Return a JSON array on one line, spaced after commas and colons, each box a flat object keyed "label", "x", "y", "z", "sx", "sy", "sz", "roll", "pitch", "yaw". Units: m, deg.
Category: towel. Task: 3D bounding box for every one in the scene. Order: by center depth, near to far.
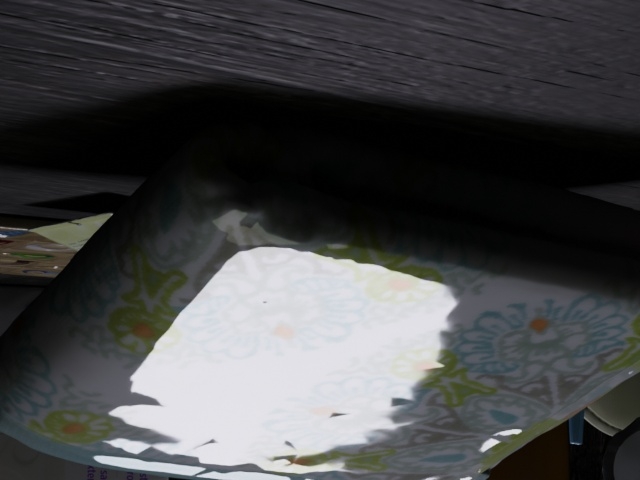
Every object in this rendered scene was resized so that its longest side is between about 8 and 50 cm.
[{"label": "towel", "x": 0.016, "y": 0.054, "z": 1.115, "sx": 0.374, "sy": 0.090, "sz": 0.320, "roll": 11, "pitch": 145, "yaw": -29}]

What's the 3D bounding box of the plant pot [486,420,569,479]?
[{"label": "plant pot", "x": 0.096, "y": 0.100, "z": 1.449, "sx": 0.205, "sy": 0.188, "sz": 0.205, "roll": 1, "pitch": 173, "yaw": 0}]

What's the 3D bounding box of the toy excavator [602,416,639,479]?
[{"label": "toy excavator", "x": 0.567, "y": 0.201, "z": 1.731, "sx": 0.445, "sy": 0.433, "sz": 0.222, "roll": 37, "pitch": -171, "yaw": 26}]

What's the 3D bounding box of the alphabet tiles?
[{"label": "alphabet tiles", "x": -0.261, "y": 0.005, "z": 1.452, "sx": 0.342, "sy": 0.011, "sz": 0.285, "roll": 5, "pitch": 172, "yaw": -29}]

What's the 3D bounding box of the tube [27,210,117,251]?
[{"label": "tube", "x": -0.088, "y": 0.009, "z": 1.321, "sx": 0.240, "sy": 0.062, "sz": 0.070, "roll": 15, "pitch": 121, "yaw": -42}]

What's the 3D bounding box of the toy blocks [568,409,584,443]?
[{"label": "toy blocks", "x": 0.196, "y": 0.111, "z": 1.662, "sx": 0.123, "sy": 0.148, "sz": 0.054, "roll": 3, "pitch": 172, "yaw": -17}]

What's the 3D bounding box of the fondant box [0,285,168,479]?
[{"label": "fondant box", "x": -0.316, "y": 0.166, "z": 1.787, "sx": 0.330, "sy": 0.238, "sz": 0.096, "roll": 3, "pitch": 171, "yaw": -16}]

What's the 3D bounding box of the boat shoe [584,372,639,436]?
[{"label": "boat shoe", "x": 0.335, "y": 0.134, "z": 1.946, "sx": 0.340, "sy": 0.127, "sz": 0.113, "roll": 5, "pitch": -166, "yaw": -43}]
